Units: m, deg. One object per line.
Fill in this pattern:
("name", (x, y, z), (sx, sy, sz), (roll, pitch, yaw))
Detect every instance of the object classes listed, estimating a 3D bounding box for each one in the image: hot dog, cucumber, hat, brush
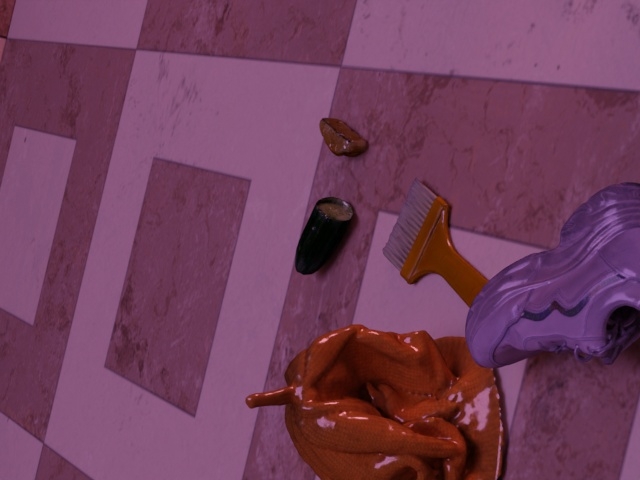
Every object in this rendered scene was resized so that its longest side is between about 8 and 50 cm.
("hot dog", (0.025, -0.122, 1.912), (0.090, 0.030, 0.034), (44, 125, 55))
("cucumber", (0.000, 0.000, 1.893), (0.105, 0.048, 0.048), (-64, 33, 26))
("hat", (0.027, 0.188, 1.597), (0.233, 0.233, 0.244), (-53, 37, 36))
("brush", (0.145, 0.033, 1.673), (0.272, 0.013, 0.103), (48, 120, 53))

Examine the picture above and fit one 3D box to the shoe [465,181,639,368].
("shoe", (0.236, 0.067, 1.434), (0.245, 0.095, 0.138), (-44, 41, 33))
